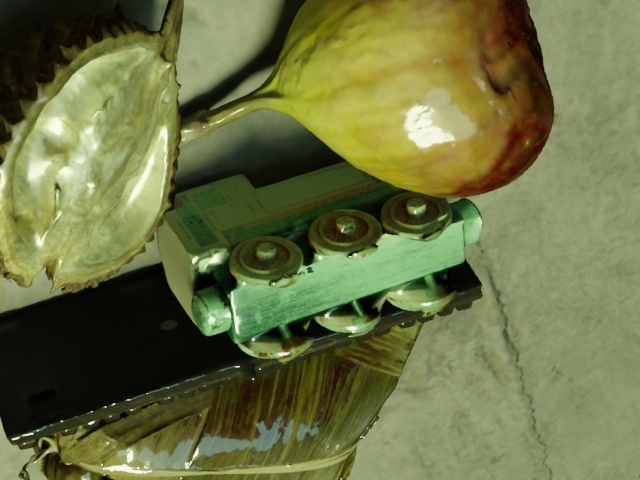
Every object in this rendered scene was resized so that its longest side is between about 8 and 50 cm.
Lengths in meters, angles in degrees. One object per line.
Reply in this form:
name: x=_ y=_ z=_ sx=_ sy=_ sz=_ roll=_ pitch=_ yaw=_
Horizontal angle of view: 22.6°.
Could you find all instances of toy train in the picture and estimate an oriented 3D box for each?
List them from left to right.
toy train: x=0.000 y=0.000 z=0.997 sx=0.194 sy=0.125 sz=0.080 roll=-18 pitch=133 yaw=-21

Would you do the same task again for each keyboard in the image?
keyboard: x=-0.056 y=0.051 z=1.020 sx=0.317 sy=0.106 sz=0.027 roll=-16 pitch=142 yaw=-16

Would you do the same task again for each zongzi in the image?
zongzi: x=-0.056 y=0.077 z=1.053 sx=0.248 sy=0.111 sz=0.241 roll=17 pitch=108 yaw=-37

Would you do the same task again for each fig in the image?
fig: x=0.022 y=-0.093 z=0.920 sx=0.231 sy=0.143 sz=0.160 roll=-14 pitch=103 yaw=-11

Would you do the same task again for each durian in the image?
durian: x=-0.138 y=-0.066 z=0.884 sx=0.188 sy=0.091 sz=0.148 roll=-54 pitch=144 yaw=0
